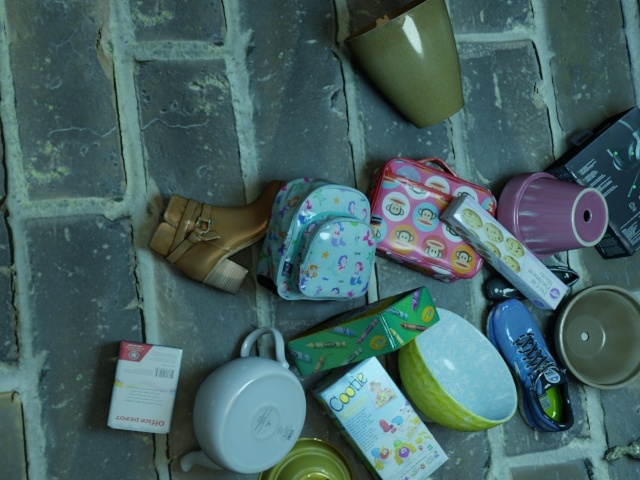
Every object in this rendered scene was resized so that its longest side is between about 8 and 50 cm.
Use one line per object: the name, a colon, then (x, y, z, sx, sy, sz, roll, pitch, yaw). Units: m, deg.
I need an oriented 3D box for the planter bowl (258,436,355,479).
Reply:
planter bowl: (-0.021, 0.532, 1.742, 0.217, 0.090, 0.217, 1, 84, -11)

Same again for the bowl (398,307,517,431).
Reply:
bowl: (0.264, 0.304, 1.773, 0.289, 0.289, 0.156, 40, 120, -6)

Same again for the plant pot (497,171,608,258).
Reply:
plant pot: (0.528, -0.053, 1.837, 0.201, 0.180, 0.201, -3, 95, -36)

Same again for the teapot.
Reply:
teapot: (-0.166, 0.338, 1.690, 0.256, 0.187, 0.252, -21, 114, -35)

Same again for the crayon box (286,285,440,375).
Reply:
crayon box: (0.084, 0.187, 1.680, 0.165, 0.279, 0.081, -25, 91, -47)

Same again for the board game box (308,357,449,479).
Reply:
board game box: (0.120, 0.390, 1.758, 0.144, 0.142, 0.275, -36, 93, -12)

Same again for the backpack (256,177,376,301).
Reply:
backpack: (0.000, 0.000, 1.709, 0.225, 0.191, 0.253, 6, 96, -38)

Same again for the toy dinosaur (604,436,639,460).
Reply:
toy dinosaur: (0.797, 0.493, 1.910, 0.268, 0.118, 0.064, 12, 58, -12)

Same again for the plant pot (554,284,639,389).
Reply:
plant pot: (0.636, 0.222, 1.901, 0.238, 0.110, 0.237, 1, 84, -13)

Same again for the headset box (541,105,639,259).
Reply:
headset box: (0.701, -0.141, 1.940, 0.246, 0.131, 0.283, -39, 93, -12)

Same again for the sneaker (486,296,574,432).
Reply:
sneaker: (0.487, 0.277, 1.840, 0.130, 0.147, 0.329, -26, 93, -15)

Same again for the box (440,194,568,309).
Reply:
box: (0.402, 0.027, 1.793, 0.324, 0.063, 0.067, 42, 75, -13)

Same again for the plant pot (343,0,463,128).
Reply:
plant pot: (0.214, -0.389, 1.833, 0.237, 0.237, 0.254, -33, 107, -13)

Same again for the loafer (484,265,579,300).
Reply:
loafer: (0.489, 0.095, 1.898, 0.223, 0.078, 0.076, -8, 86, -13)

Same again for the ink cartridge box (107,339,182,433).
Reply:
ink cartridge box: (-0.363, 0.302, 1.700, 0.128, 0.072, 0.175, 10, 82, -11)

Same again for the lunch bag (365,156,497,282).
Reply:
lunch bag: (0.241, -0.061, 1.848, 0.293, 0.120, 0.258, 19, 77, -12)

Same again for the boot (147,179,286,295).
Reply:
boot: (-0.217, -0.047, 1.763, 0.220, 0.109, 0.283, 29, 87, -4)
